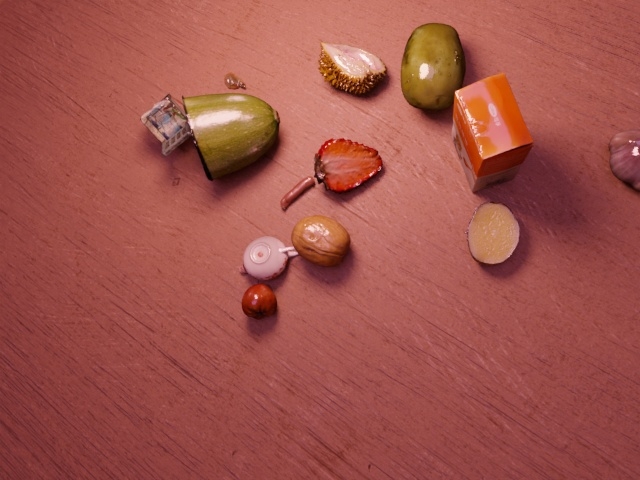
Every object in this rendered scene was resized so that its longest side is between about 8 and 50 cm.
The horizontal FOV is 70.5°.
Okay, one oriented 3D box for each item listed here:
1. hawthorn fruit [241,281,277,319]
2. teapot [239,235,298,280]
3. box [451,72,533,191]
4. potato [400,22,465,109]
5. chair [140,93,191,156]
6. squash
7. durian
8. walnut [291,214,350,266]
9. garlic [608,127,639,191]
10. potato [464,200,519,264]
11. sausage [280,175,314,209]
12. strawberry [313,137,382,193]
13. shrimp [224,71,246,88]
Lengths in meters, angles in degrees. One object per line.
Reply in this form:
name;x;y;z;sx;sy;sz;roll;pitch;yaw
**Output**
hawthorn fruit;-0.218;0.207;1.564;0.125;0.125;0.140;-37;79;6
teapot;-0.182;0.058;1.597;0.245;0.116;0.159;-8;56;7
box;0.498;-0.305;1.354;0.143;0.341;0.225;-18;77;10
potato;0.371;-0.573;1.506;0.216;0.216;0.304;-5;70;13
chair;-0.570;-0.435;1.675;0.136;0.270;0.147;-38;117;6
squash;-0.303;-0.405;1.635;0.309;0.310;0.310;-18;76;-8
durian;0.113;-0.604;1.616;0.250;0.183;0.138;26;124;13
walnut;0.000;0.000;1.525;0.197;0.165;0.165;23;87;17
garlic;0.991;-0.256;1.310;0.257;0.207;0.207;-14;75;50
potato;0.535;-0.021;1.437;0.164;0.081;0.200;7;85;7
sausage;-0.087;-0.175;1.639;0.158;0.036;0.042;-43;62;5
strawberry;0.090;-0.267;1.579;0.236;0.111;0.190;-7;108;-9
shrimp;-0.338;-0.618;1.784;0.108;0.023;0.059;44;102;16
